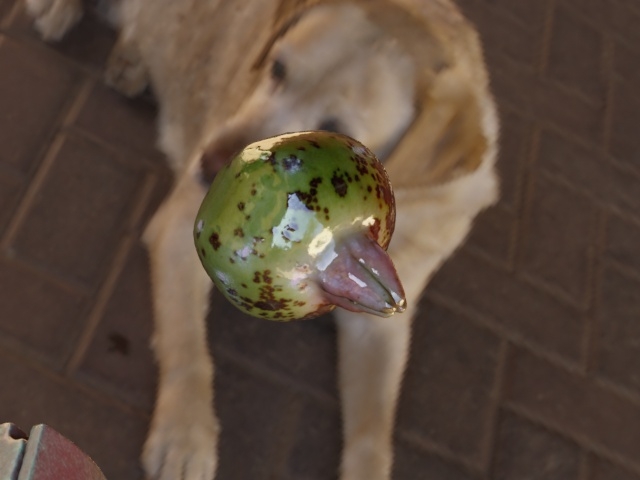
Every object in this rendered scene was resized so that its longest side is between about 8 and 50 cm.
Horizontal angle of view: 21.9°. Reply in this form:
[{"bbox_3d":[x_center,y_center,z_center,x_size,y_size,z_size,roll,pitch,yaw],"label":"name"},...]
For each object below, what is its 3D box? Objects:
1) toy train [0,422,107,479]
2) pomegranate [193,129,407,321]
[{"bbox_3d":[-0.310,0.297,1.364,0.150,0.221,0.304,52,34,-35],"label":"toy train"},{"bbox_3d":[0.000,0.000,1.669,0.214,0.214,0.248,-12,38,-45],"label":"pomegranate"}]
